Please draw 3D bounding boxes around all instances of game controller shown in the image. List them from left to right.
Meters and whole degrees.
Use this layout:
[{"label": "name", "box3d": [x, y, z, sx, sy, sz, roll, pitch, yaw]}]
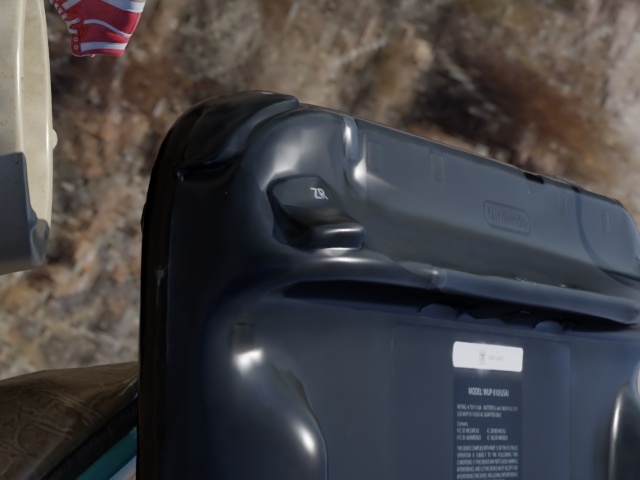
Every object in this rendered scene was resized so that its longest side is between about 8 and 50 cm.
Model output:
[{"label": "game controller", "box3d": [0.041, 0.053, 0.587, 0.319, 0.067, 0.166, 11, 87, -59]}]

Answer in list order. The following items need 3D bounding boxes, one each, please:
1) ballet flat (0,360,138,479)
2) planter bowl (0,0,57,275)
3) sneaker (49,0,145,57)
[{"label": "ballet flat", "box3d": [-0.186, 0.145, 0.506, 0.342, 0.124, 0.116, -54, 175, -14]}, {"label": "planter bowl", "box3d": [-0.138, -0.038, 0.536, 0.162, 0.109, 0.162, 178, -90, -86]}, {"label": "sneaker", "box3d": [-0.204, -0.190, 1.443, 0.042, 0.118, 0.067, -39, 152, -65]}]
